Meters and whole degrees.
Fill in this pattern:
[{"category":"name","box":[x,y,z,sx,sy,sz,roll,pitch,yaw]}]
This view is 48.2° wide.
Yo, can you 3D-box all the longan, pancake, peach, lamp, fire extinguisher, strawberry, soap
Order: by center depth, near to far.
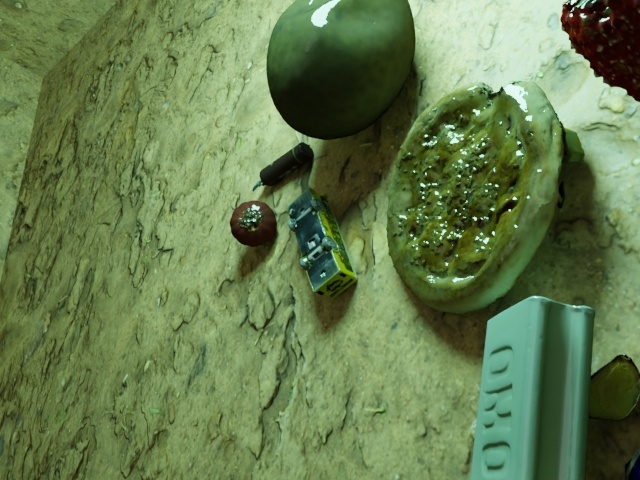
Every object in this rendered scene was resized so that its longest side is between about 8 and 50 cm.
[{"category":"peach","box":[0.356,0.181,0.885,0.077,0.050,0.083,4,79,23]},{"category":"soap","box":[0.258,0.217,0.887,0.160,0.088,0.265,117,165,-69]},{"category":"strawberry","box":[0.473,-0.298,0.941,0.261,0.258,0.261,-46,16,17]},{"category":"pancake","box":[0.225,-0.082,1.123,0.382,0.071,0.382,-30,53,48]},{"category":"longan","box":[0.046,-0.357,1.376,0.288,0.288,0.350,14,68,50]},{"category":"lamp","box":[-0.142,-0.036,1.515,0.101,0.090,0.101,-2,75,7]},{"category":"fire extinguisher","box":[-0.085,-0.160,1.564,0.158,0.043,0.064,-30,19,31]}]

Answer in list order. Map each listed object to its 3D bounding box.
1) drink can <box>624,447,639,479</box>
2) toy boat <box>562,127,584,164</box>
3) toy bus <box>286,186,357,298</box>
[{"category":"drink can","box":[0.426,0.294,0.712,0.097,0.097,0.235,-54,41,8]},{"category":"toy boat","box":[0.334,-0.150,1.100,0.172,0.065,0.066,40,126,55]},{"category":"toy bus","box":[0.000,0.000,1.354,0.081,0.074,0.226,-43,43,22]}]
